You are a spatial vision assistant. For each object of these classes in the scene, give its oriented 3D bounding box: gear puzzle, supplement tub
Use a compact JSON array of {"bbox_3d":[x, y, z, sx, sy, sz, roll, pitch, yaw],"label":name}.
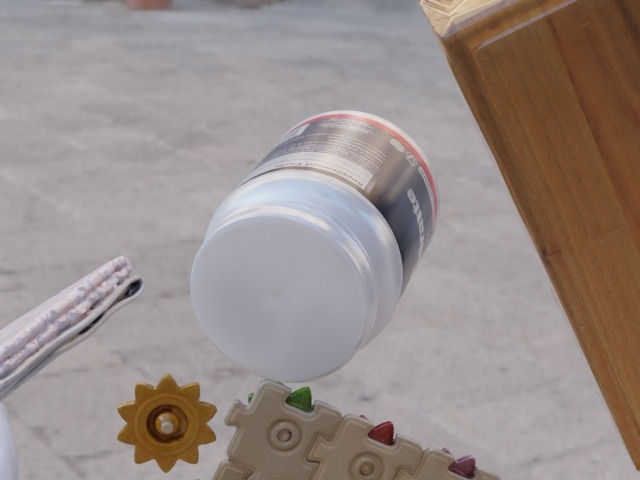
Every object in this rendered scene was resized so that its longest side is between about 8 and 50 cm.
[{"bbox_3d":[-0.024,0.213,1.201,0.338,0.176,0.044,24,10,-13],"label":"gear puzzle"},{"bbox_3d":[0.000,0.000,1.328,0.191,0.191,0.272,6,25,15],"label":"supplement tub"}]

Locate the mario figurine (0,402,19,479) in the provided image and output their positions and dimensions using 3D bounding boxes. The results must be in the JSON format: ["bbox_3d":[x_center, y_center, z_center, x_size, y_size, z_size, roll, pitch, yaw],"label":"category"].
[{"bbox_3d":[-0.179,0.137,0.352,0.198,0.170,0.320,-18,-7,17],"label":"mario figurine"}]

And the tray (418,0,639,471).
[{"bbox_3d":[0.244,-0.031,0.965,0.202,0.411,0.076,-26,31,6],"label":"tray"}]

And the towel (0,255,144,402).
[{"bbox_3d":[-0.365,0.152,1.422,0.317,0.053,0.332,-30,7,26],"label":"towel"}]
